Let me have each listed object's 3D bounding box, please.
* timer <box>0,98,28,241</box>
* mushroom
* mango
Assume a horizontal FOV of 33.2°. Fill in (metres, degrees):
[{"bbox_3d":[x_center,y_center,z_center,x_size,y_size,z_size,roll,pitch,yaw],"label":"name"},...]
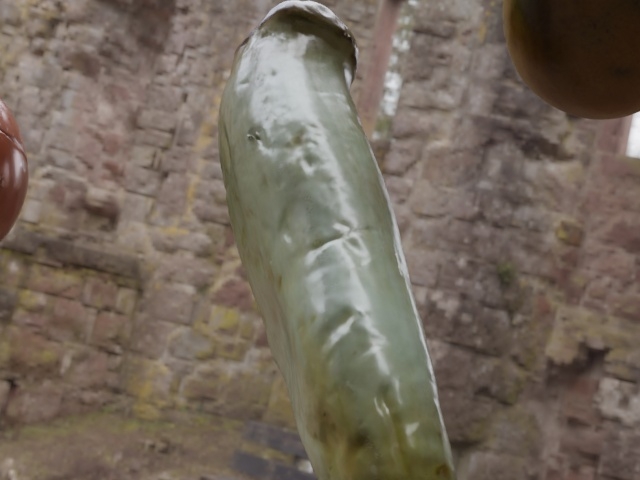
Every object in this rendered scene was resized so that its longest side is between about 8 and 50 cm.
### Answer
[{"bbox_3d":[-0.454,-0.085,1.236,0.230,0.214,0.229,-14,-29,-8],"label":"timer"},{"bbox_3d":[-0.001,0.002,0.579,0.087,0.333,0.107,-1,-39,-15],"label":"mushroom"},{"bbox_3d":[0.153,-0.142,0.573,0.111,0.163,0.089,-9,33,-17],"label":"mango"}]
